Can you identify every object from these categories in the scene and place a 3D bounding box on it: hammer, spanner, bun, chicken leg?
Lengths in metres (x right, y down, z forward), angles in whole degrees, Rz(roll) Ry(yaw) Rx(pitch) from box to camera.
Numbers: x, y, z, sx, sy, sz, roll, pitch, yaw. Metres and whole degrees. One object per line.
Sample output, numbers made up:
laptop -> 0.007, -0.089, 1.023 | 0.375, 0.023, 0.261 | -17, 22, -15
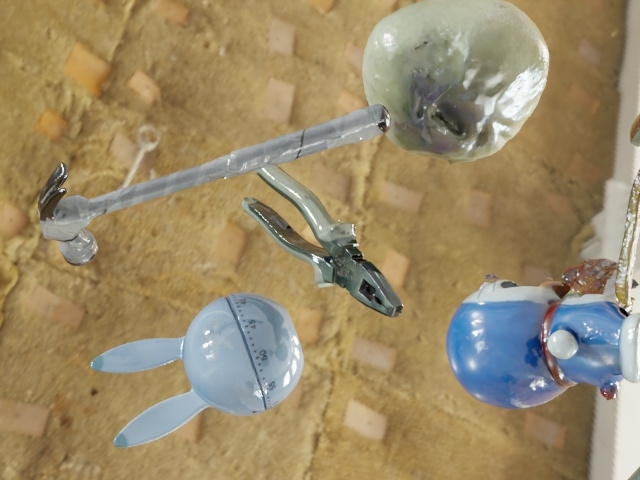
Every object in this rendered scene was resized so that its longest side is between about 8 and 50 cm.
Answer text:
hammer -> -0.122, -0.079, 1.314 | 0.426, 0.152, 0.044 | -17, -122, -4
spanner -> 0.000, 0.000, 1.432 | 0.040, 0.096, 0.325 | -7, -144, -38
bun -> 0.188, -0.215, 1.568 | 0.272, 0.273, 0.168 | 21, -130, -20
chicken leg -> 0.439, 0.112, 1.900 | 0.407, 0.096, 0.158 | -17, -127, -45

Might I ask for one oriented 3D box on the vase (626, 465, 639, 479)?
vase -> 0.378, 0.171, 0.922 | 0.173, 0.321, 0.173 | 22, -156, -10

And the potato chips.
potato chips -> 0.418, -0.015, 1.490 | 0.026, 0.037, 0.204 | 7, -82, -36

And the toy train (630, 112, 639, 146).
toy train -> 0.580, -0.191, 1.516 | 0.221, 0.304, 0.150 | 33, -142, 7

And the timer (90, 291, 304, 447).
timer -> -0.141, 0.169, 1.455 | 0.175, 0.255, 0.175 | 56, -167, -20

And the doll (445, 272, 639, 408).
doll -> 0.268, 0.112, 1.300 | 0.215, 0.256, 0.161 | 11, -107, -56
